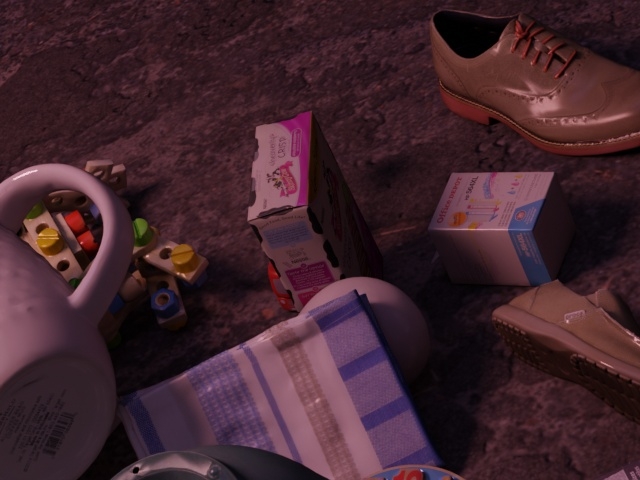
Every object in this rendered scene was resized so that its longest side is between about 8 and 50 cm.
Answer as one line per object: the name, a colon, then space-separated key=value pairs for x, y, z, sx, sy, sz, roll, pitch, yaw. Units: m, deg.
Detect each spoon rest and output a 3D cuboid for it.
spoon rest: x=-0.013 y=0.137 z=1.744 sx=0.276 sy=0.137 sz=0.084 roll=-30 pitch=10 yaw=14

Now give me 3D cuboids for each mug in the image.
mug: x=-0.343 y=0.083 z=1.710 sx=0.328 sy=0.276 sz=0.374 roll=30 pitch=80 yaw=41

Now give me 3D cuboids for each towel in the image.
towel: x=-0.044 y=0.195 z=1.659 sx=0.285 sy=0.034 sz=0.209 roll=-26 pitch=78 yaw=5

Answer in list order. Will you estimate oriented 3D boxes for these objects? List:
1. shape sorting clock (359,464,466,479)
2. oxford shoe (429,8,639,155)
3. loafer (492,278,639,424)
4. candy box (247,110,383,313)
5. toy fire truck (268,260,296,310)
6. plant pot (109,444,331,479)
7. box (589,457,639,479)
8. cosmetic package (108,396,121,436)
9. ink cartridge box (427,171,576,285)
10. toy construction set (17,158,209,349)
shape sorting clock: x=0.071 y=0.302 z=1.551 sx=0.206 sy=0.040 sz=0.206 roll=-16 pitch=45 yaw=17
oxford shoe: x=0.259 y=-0.192 z=1.933 sx=0.348 sy=0.130 sz=0.123 roll=16 pitch=55 yaw=41
loafer: x=0.281 y=0.100 z=1.616 sx=0.092 sy=0.102 sz=0.268 roll=-47 pitch=41 yaw=-14
candy box: x=0.000 y=0.000 z=1.786 sx=0.071 sy=0.233 sz=0.159 roll=-15 pitch=40 yaw=15
toy fire truck: x=-0.030 y=-0.029 z=1.914 sx=0.047 sy=0.135 sz=0.192 roll=-9 pitch=42 yaw=22
plant pot: x=-0.103 y=0.303 z=1.481 sx=0.293 sy=0.196 sz=0.293 roll=-12 pitch=56 yaw=19
box: x=0.282 y=0.314 z=1.343 sx=0.163 sy=0.142 sz=0.247 roll=-25 pitch=39 yaw=4
cosmetic package: x=-0.335 y=0.238 z=1.837 sx=0.117 sy=0.085 sz=0.231 roll=14 pitch=52 yaw=40
ink cartridge box: x=0.190 y=-0.013 z=1.805 sx=0.143 sy=0.090 sz=0.092 roll=1 pitch=46 yaw=30
toy construction set: x=-0.281 y=0.004 z=2.011 sx=0.215 sy=0.151 sz=0.327 roll=-32 pitch=38 yaw=-5
